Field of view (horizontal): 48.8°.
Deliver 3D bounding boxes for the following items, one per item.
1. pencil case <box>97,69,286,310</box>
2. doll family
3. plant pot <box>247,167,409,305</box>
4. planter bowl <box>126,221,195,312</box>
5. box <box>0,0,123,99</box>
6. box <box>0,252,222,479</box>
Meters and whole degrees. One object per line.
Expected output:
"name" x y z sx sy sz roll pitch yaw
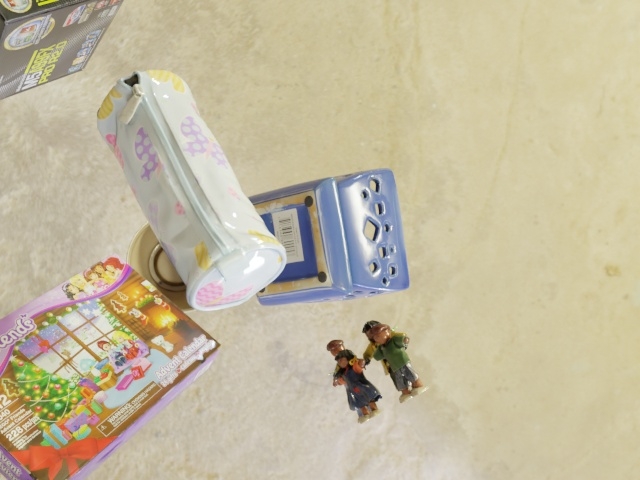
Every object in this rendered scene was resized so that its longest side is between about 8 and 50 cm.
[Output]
"pencil case" -0.142 -0.058 0.757 0.114 0.124 0.273 -21 65 -23
"doll family" 0.060 0.157 0.875 0.076 0.193 0.111 -17 72 -48
"plant pot" 0.000 0.000 1.279 0.212 0.236 0.235 -5 86 -53
"planter bowl" -0.235 0.038 1.160 0.162 0.109 0.161 1 85 -14
"box" -0.441 -0.325 1.113 0.216 0.270 0.060 -37 95 -39
"box" -0.286 0.153 0.850 0.201 0.057 0.293 39 38 9
